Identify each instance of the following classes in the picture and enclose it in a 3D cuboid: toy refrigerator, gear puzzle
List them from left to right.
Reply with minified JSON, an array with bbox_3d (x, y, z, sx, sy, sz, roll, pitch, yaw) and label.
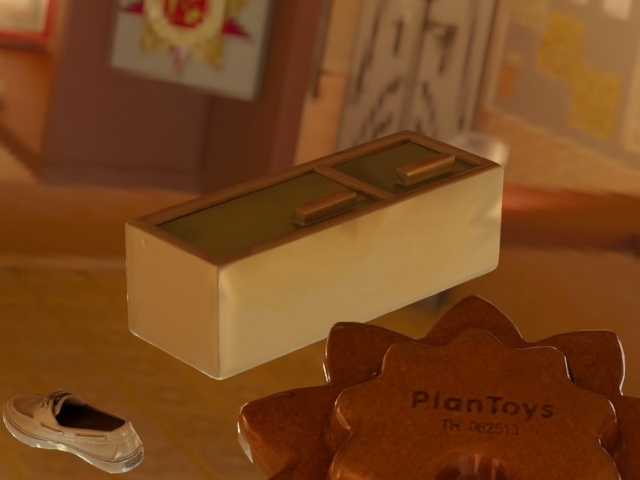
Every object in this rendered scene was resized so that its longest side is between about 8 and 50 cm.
[{"bbox_3d":[0.000,0.000,1.380,0.269,0.094,0.102,-19,-150,-38],"label":"toy refrigerator"},{"bbox_3d":[0.112,0.096,0.261,0.175,0.044,0.339,-29,-132,-26],"label":"gear puzzle"}]

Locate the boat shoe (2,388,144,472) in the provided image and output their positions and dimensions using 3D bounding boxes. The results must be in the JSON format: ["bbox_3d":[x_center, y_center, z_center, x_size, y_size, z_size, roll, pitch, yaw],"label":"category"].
[{"bbox_3d":[-0.142,0.100,1.103,0.100,0.035,0.035,18,-137,37],"label":"boat shoe"}]
